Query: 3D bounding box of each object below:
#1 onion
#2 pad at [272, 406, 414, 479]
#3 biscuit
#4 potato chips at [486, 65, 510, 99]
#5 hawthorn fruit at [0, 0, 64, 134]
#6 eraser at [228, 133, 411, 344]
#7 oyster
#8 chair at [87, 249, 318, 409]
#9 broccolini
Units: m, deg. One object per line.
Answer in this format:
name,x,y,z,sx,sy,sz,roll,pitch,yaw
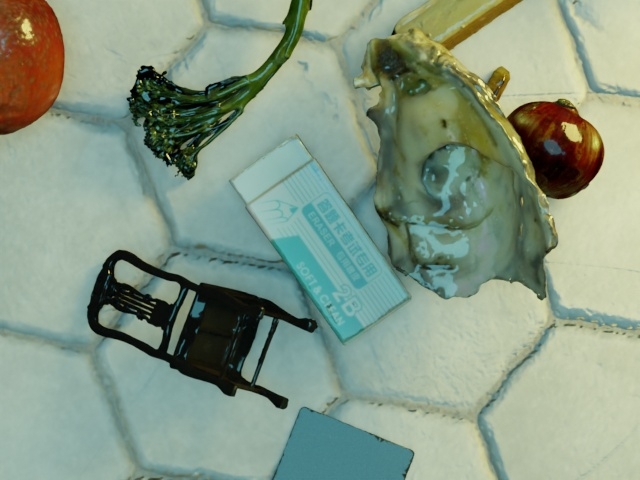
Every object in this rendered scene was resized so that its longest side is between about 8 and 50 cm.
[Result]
onion,0.253,-0.102,1.773,0.117,0.118,0.118,13,92,3
pad,0.005,0.309,1.831,0.143,0.003,0.211,22,91,-1
biscuit,0.165,-0.263,1.792,0.188,0.052,0.056,-33,76,0
potato chips,0.148,-0.109,1.810,0.037,0.026,0.204,39,92,11
hawthorn fruit,-0.361,-0.133,1.743,0.165,0.165,0.285,3,97,-1
eraser,0.000,0.000,1.797,0.095,0.052,0.225,-35,92,2
oyster,0.147,-0.070,1.741,0.275,0.100,0.271,21,105,19
chair,-0.135,0.092,1.790,0.229,0.113,0.106,22,91,36
broccolini,-0.111,-0.203,1.783,0.123,0.062,0.271,38,97,-17
